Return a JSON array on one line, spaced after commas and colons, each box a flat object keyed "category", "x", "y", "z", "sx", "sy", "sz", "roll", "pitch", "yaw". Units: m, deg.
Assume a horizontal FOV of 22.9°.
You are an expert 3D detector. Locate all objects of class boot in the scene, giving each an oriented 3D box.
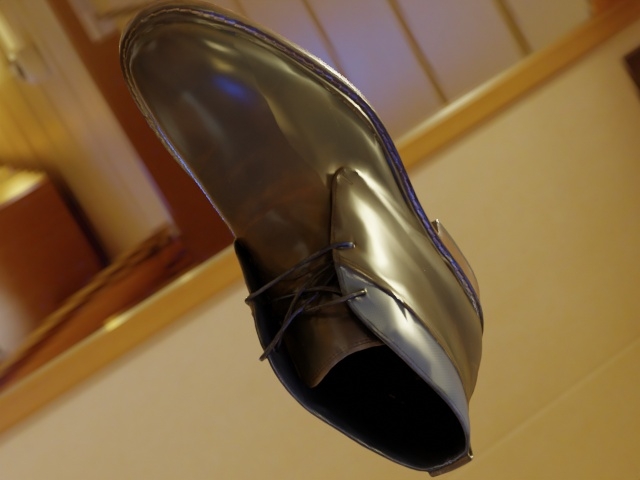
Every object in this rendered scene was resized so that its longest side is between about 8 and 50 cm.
[{"category": "boot", "x": 0.000, "y": 0.000, "z": 0.638, "sx": 0.219, "sy": 0.082, "sz": 0.106, "roll": 45, "pitch": 22, "yaw": -26}]
